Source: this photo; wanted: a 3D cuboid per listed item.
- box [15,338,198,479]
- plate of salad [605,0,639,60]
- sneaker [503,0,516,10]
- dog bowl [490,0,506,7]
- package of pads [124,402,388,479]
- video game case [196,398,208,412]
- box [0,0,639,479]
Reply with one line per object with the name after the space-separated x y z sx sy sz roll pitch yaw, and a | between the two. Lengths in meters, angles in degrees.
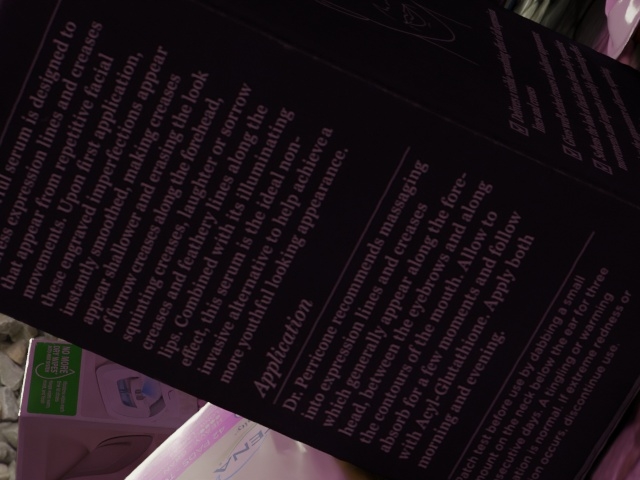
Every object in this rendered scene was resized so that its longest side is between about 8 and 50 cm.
-0.153 0.231 1.467 0.127 0.231 0.262 -97 15 -60 | box
0.238 -0.211 1.114 0.200 0.048 0.200 20 -90 -88 | plate of salad
0.163 -0.245 1.652 0.053 0.059 0.144 -82 17 -56 | sneaker
0.052 -0.267 1.430 0.408 0.150 0.408 -57 16 26 | dog bowl
-0.046 0.206 0.975 0.229 0.101 0.296 -42 22 4 | package of pads
-0.004 0.032 1.299 0.232 0.042 0.210 -17 70 33 | video game case
-0.006 -0.048 0.983 0.293 0.395 0.212 -84 20 -67 | box
